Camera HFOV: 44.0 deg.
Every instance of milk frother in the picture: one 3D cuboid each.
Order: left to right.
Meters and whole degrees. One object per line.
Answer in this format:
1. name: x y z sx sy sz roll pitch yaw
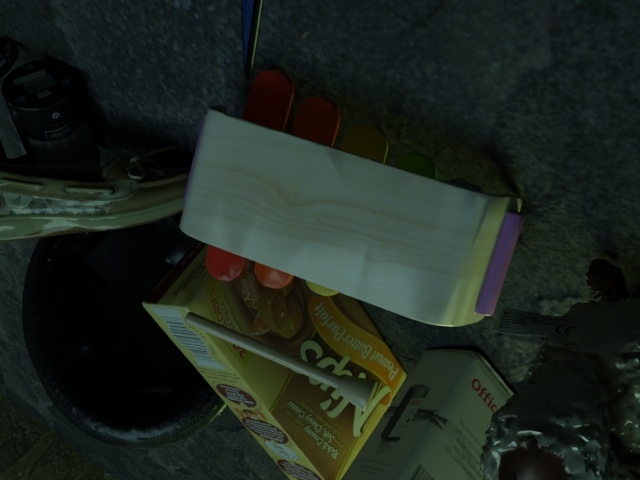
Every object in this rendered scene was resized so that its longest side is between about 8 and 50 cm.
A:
1. milk frother: -0.350 -0.158 0.965 0.134 0.129 0.143 92 163 -53

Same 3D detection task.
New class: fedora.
1. fedora: -0.215 0.092 1.024 0.334 0.334 0.152 29 -179 14

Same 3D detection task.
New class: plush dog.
1. plush dog: 0.262 0.155 0.626 0.262 0.210 0.225 -17 117 11

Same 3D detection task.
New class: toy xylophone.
1. toy xylophone: 0.000 0.000 0.703 0.323 0.081 0.236 28 105 15

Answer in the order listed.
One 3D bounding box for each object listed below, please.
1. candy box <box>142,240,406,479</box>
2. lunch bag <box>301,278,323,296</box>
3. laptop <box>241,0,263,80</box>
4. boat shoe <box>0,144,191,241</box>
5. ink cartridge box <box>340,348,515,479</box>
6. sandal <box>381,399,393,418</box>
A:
1. candy box: -0.038 0.118 0.910 0.087 0.183 0.316 2 134 45
2. lunch bag: 0.018 0.007 0.791 0.067 0.098 0.065 48 145 -8
3. laptop: -0.105 -0.278 0.504 0.264 0.136 0.234 32 148 8
4. boat shoe: -0.259 -0.060 0.900 0.285 0.104 0.089 -8 102 1
5. ink cartridge box: 0.135 0.251 0.878 0.158 0.218 0.092 50 152 -19
6. sandal: 0.087 0.323 1.124 0.102 0.076 0.265 11 128 40
